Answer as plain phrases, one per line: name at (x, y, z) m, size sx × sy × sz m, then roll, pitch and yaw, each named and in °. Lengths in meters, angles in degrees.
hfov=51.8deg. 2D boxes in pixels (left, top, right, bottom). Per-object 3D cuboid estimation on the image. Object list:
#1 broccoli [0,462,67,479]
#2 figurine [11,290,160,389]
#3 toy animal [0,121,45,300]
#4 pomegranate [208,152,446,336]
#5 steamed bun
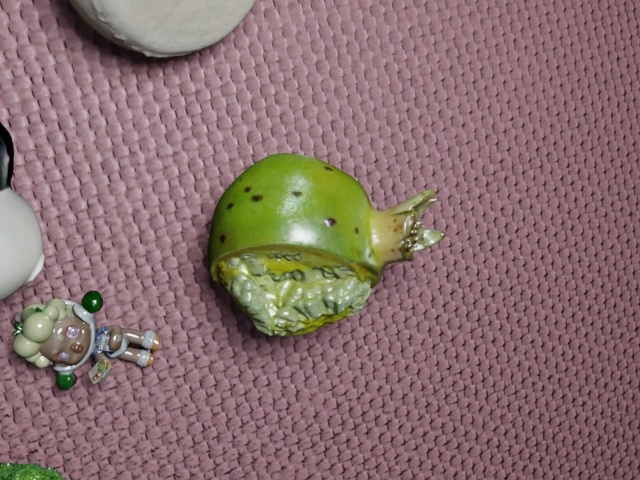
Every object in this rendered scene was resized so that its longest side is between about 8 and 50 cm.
broccoli at (-0.392, 0.434, 0.834) m, size 0.265 × 0.245 × 0.295 m, roll -5°, pitch 71°, yaw -1°
figurine at (-0.322, 0.139, 0.909) m, size 0.197 × 0.093 × 0.147 m, roll 18°, pitch 98°, yaw -21°
toy animal at (-0.460, -0.042, 0.797) m, size 0.212 × 0.212 × 0.267 m, roll -12°, pitch 101°, yaw -18°
pomegranate at (0.000, 0.000, 0.916) m, size 0.340 × 0.260 × 0.260 m, roll -12°, pitch 99°, yaw 8°
steamed bun at (-0.209, -0.385, 0.840) m, size 0.283 × 0.283 × 0.177 m, roll -38°, pitch 63°, yaw -13°
